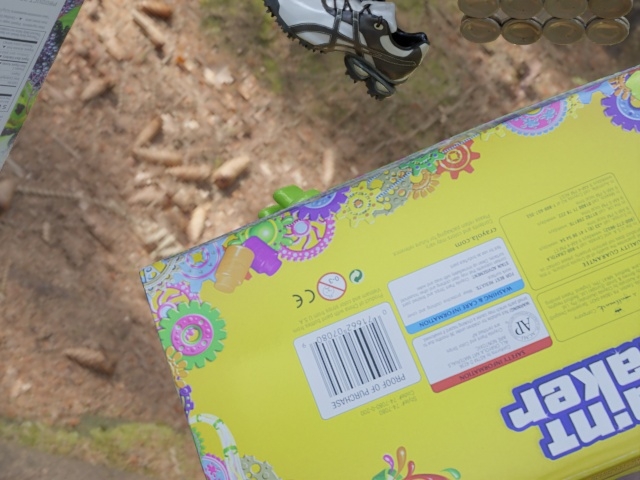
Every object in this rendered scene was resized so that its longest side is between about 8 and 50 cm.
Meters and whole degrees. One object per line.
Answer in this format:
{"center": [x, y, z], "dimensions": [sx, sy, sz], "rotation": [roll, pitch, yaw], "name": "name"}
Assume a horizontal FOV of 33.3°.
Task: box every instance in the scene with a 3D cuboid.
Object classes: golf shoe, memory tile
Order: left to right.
{"center": [0.027, -0.232, 1.110], "dimensions": [0.198, 0.094, 0.077], "rotation": [28, 39, -32], "name": "golf shoe"}
{"center": [0.190, -0.204, 0.912], "dimensions": [0.113, 0.148, 0.012], "rotation": [67, 29, -60], "name": "memory tile"}

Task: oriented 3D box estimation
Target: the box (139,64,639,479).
{"center": [0.094, 0.081, 0.611], "dimensions": [0.279, 0.290, 0.177], "rotation": [65, 3, -67], "name": "box"}

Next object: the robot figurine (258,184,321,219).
{"center": [0.000, 0.000, 0.960], "dimensions": [0.115, 0.101, 0.067], "rotation": [43, 22, 10], "name": "robot figurine"}

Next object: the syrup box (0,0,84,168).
{"center": [-0.253, -0.144, 0.756], "dimensions": [0.096, 0.236, 0.093], "rotation": [-3, 46, -47], "name": "syrup box"}

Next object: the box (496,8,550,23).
{"center": [0.205, -0.376, 1.056], "dimensions": [0.231, 0.127, 0.262], "rotation": [39, 78, 1], "name": "box"}
